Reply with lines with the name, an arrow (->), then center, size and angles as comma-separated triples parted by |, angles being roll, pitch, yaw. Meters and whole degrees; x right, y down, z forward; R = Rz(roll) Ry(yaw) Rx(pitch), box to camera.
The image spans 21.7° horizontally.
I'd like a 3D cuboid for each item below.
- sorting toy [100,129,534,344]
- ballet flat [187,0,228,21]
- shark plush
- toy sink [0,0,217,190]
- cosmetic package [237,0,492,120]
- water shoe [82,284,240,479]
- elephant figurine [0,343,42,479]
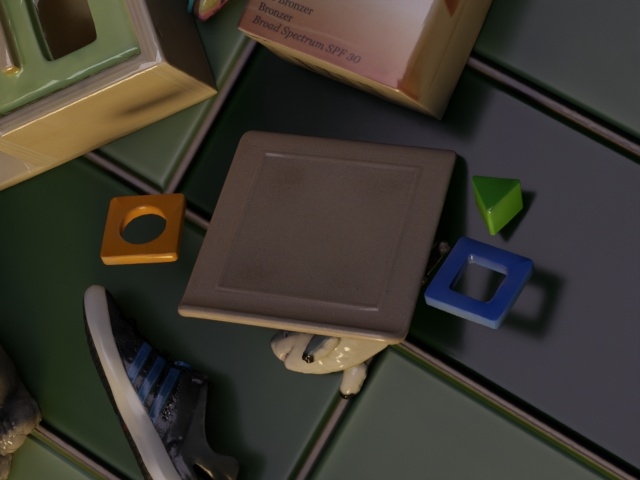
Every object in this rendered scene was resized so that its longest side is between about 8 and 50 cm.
sorting toy -> 0.000, 0.000, 1.305 | 0.347, 0.047, 0.196 | 7, 54, 18
ballet flat -> -0.057, -0.286, 1.376 | 0.079, 0.077, 0.221 | 8, 86, -8
shark plush -> 0.031, 0.049, 1.318 | 0.161, 0.073, 0.067 | -48, 43, 12
toy sink -> -0.230, -0.156, 1.378 | 0.234, 0.131, 0.153 | -22, 78, 15
cosmetic package -> 0.072, -0.262, 1.297 | 0.153, 0.129, 0.296 | 22, 90, 19
water shoe -> -0.130, 0.123, 1.361 | 0.080, 0.073, 0.203 | -22, 76, -13
elephant figurine -> -0.335, 0.133, 1.322 | 0.186, 0.239, 0.169 | 43, 98, 17
